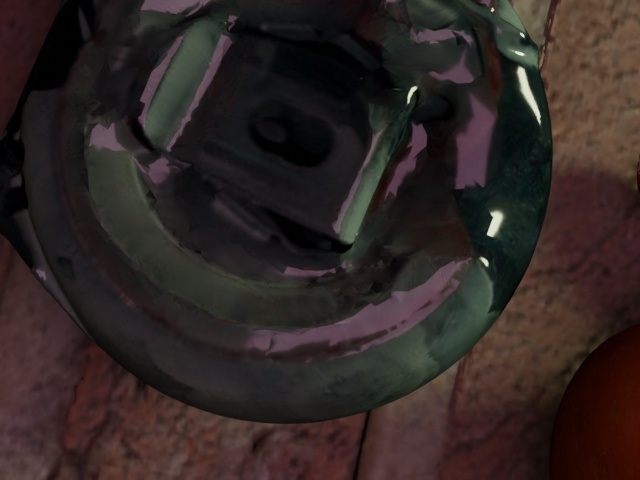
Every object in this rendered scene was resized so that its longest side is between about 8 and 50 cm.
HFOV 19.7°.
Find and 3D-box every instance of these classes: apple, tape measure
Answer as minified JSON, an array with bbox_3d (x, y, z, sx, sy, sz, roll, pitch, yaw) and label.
[{"bbox_3d":[0.198,0.112,0.956,0.163,0.163,0.139,-9,68,-9],"label":"apple"},{"bbox_3d":[-0.025,-0.044,0.889,0.275,0.147,0.256,22,84,4],"label":"tape measure"}]

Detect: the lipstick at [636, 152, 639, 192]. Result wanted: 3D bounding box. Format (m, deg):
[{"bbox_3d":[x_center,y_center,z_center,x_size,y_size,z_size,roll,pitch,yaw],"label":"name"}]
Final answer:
[{"bbox_3d":[0.237,0.016,1.008,0.186,0.057,0.063,44,86,-5],"label":"lipstick"}]
